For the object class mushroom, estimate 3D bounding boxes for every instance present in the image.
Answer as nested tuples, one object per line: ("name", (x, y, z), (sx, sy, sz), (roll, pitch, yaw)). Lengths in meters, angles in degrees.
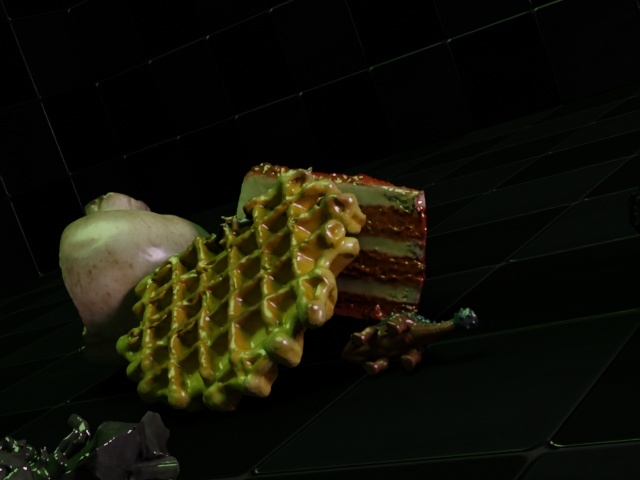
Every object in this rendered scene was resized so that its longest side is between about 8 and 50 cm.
("mushroom", (-0.203, 0.041, 1.321), (0.188, 0.195, 0.254), (-3, -26, -4))

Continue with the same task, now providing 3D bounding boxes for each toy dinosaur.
("toy dinosaur", (0.074, 0.087, 0.955), (0.154, 0.049, 0.055), (-20, 3, 40))

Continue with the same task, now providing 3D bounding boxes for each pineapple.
("pineapple", (-0.222, 0.188, 0.822), (0.237, 0.111, 0.119), (-14, 33, 0))

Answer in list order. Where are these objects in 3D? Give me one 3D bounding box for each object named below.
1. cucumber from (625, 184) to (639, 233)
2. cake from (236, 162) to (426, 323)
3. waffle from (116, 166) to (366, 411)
("cucumber", (0.336, -0.014, 0.911), (0.072, 0.072, 0.300), (-21, 8, -8))
("cake", (0.000, 0.000, 1.151), (0.159, 0.158, 0.262), (6, 1, -16))
("waffle", (-0.080, 0.050, 1.090), (0.309, 0.065, 0.283), (9, 64, 50))
